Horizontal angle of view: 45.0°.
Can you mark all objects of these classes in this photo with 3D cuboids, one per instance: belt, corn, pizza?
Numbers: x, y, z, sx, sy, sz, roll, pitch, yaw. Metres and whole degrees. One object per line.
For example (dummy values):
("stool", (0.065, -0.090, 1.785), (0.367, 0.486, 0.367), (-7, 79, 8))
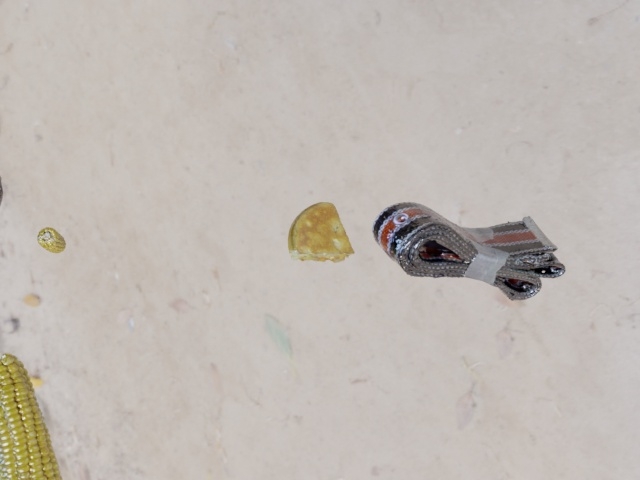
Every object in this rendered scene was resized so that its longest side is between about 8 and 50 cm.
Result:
("belt", (0.236, 0.018, 1.212), (0.126, 0.359, 0.094), (-59, 40, 28))
("corn", (-0.439, 0.001, 1.263), (0.092, 0.037, 0.037), (114, 138, -79))
("corn", (-0.444, 0.325, 1.137), (0.115, 0.115, 0.318), (-23, 81, 46))
("pizza", (-0.001, 0.000, 1.514), (0.134, 0.175, 0.046), (42, 136, 5))

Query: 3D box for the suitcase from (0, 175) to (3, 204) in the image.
("suitcase", (-0.690, -0.141, 1.274), (0.345, 0.188, 0.339), (55, 142, 2))
